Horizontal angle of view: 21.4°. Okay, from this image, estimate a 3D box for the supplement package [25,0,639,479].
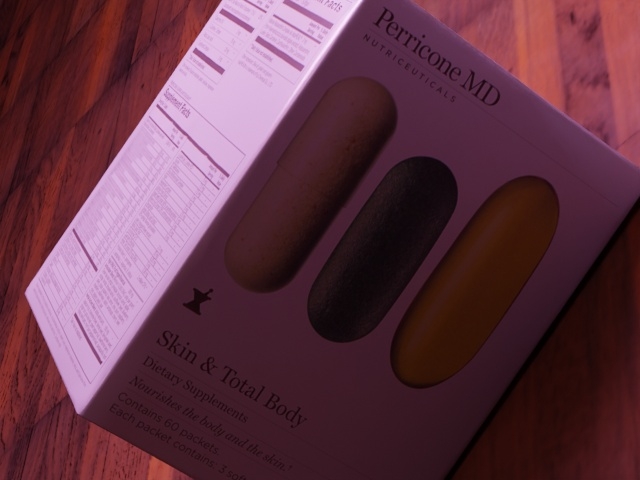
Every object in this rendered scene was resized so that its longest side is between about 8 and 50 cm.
[{"bbox_3d":[0.000,0.000,0.946,0.263,0.199,0.198,-56,24,4],"label":"supplement package"}]
